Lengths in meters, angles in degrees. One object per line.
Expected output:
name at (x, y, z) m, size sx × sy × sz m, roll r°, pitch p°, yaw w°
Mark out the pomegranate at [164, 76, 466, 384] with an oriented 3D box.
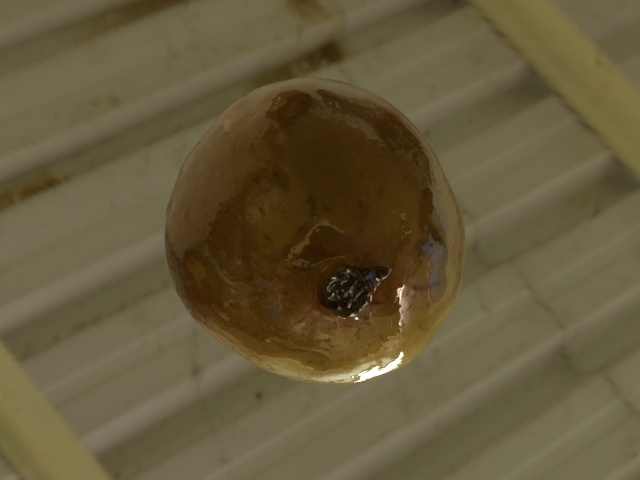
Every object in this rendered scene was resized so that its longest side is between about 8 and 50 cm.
pomegranate at (0.001, -0.003, 1.043) m, size 0.191 × 0.191 × 0.191 m, roll 9°, pitch -125°, yaw -14°
